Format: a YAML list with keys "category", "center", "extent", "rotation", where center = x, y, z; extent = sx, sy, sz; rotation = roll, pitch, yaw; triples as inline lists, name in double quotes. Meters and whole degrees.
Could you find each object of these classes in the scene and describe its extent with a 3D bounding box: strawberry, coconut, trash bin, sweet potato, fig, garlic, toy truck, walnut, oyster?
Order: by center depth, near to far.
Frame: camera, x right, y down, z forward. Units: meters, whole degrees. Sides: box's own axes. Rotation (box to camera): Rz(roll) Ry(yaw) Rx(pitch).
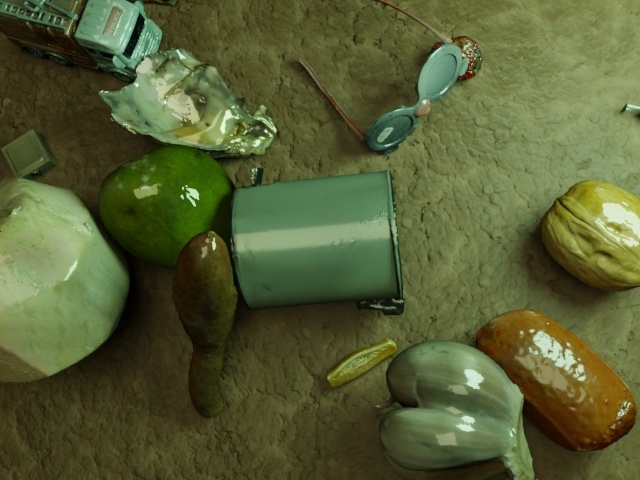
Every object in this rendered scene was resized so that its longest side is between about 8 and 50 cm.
- category: "garlic"
  center: [0.200, 0.286, 0.977]
  extent: [0.292, 0.237, 0.210]
  rotation: [7, 62, 25]
- category: "walnut"
  center: [0.471, -0.006, 1.022]
  extent: [0.197, 0.165, 0.165]
  rotation: [34, 87, 10]
- category: "sweet potato"
  center: [-0.192, 0.137, 1.029]
  extent: [0.109, 0.109, 0.385]
  rotation: [13, 126, 9]
- category: "trash bin"
  center: [0.000, 0.000, 1.043]
  extent: [0.263, 0.217, 0.277]
  rotation: [-6, 96, 6]
- category: "coconut"
  center: [-0.489, 0.076, 1.050]
  extent: [0.353, 0.352, 0.352]
  rotation: [-1, 81, 7]
- category: "fig"
  center: [-0.249, -0.020, 1.094]
  extent: [0.233, 0.233, 0.314]
  rotation: [-14, 122, 4]
- category: "strawberry"
  center: [0.252, -0.341, 1.140]
  extent: [0.096, 0.083, 0.083]
  rotation: [25, 85, 18]
- category: "oyster"
  center: [-0.252, -0.247, 1.167]
  extent: [0.275, 0.100, 0.271]
  rotation: [-25, 84, -10]
- category: "toy truck"
  center: [-0.480, -0.425, 1.195]
  extent: [0.306, 0.162, 0.136]
  rotation: [17, 83, 9]

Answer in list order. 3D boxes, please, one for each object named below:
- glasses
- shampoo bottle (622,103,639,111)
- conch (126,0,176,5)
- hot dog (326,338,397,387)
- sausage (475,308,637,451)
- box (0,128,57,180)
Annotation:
- category: "glasses"
  center: [0.111, -0.321, 1.140]
  extent: [0.234, 0.118, 0.268]
  rotation: [-49, 58, 21]
- category: "shampoo bottle"
  center: [0.640, -0.219, 1.085]
  extent: [0.195, 0.056, 0.056]
  rotation: [12, 83, 8]
- category: "conch"
  center: [-0.405, -0.538, 1.246]
  extent: [0.233, 0.080, 0.086]
  rotation: [36, 95, 10]
- category: "hot dog"
  center: [0.072, 0.215, 1.098]
  extent: [0.137, 0.028, 0.044]
  rotation: [-32, 105, 4]
- category: "sausage"
  center: [0.375, 0.223, 0.997]
  extent: [0.268, 0.153, 0.141]
  rotation: [41, 78, 11]
- category: "box"
  center: [-0.583, -0.167, 1.231]
  extent: [0.079, 0.035, 0.083]
  rotation: [-31, 80, 1]
